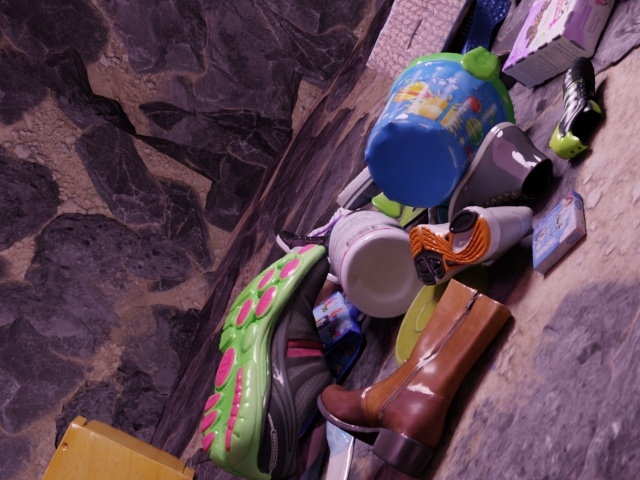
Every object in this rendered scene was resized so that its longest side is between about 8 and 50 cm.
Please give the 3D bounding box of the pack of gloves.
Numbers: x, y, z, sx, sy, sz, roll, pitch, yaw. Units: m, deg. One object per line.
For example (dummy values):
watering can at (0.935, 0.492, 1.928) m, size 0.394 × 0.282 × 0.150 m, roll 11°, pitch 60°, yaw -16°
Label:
pack of gloves at (-0.002, 0.377, 1.731) m, size 0.195 × 0.046 × 0.232 m, roll -49°, pitch 16°, yaw 40°

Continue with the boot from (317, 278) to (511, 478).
boot at (0.128, 0.176, 1.450) m, size 0.281 × 0.096 × 0.264 m, roll -61°, pitch 24°, yaw -4°

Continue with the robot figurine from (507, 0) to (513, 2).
robot figurine at (0.464, -0.655, 2.131) m, size 0.211 × 0.085 × 0.291 m, roll -44°, pitch 20°, yaw 56°

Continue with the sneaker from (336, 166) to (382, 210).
sneaker at (0.178, -0.144, 1.878) m, size 0.321 × 0.127 × 0.126 m, roll -42°, pitch 1°, yaw 16°

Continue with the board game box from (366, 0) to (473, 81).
board game box at (0.250, -0.496, 2.241) m, size 0.232 × 0.141 × 0.291 m, roll -65°, pitch -8°, yaw 28°

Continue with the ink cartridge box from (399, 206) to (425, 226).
ink cartridge box at (0.204, -0.172, 2.045) m, size 0.189 × 0.097 × 0.255 m, roll -40°, pitch 23°, yaw 57°

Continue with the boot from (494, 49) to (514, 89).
boot at (0.339, -0.341, 1.954) m, size 0.198 × 0.076 × 0.137 m, roll -44°, pitch 15°, yaw 50°

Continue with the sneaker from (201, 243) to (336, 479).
sneaker at (-0.072, 0.222, 1.805) m, size 0.185 × 0.202 × 0.483 m, roll -20°, pitch 43°, yaw 45°

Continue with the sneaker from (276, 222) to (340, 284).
sneaker at (0.000, 0.000, 2.264) m, size 0.079 × 0.216 × 0.121 m, roll -3°, pitch -60°, yaw -54°

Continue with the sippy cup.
sippy cup at (0.189, -0.173, 1.659) m, size 0.224 × 0.240 × 0.306 m, roll -50°, pitch -42°, yaw -51°

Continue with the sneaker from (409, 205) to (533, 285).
sneaker at (0.232, 0.006, 1.502) m, size 0.262 × 0.121 × 0.099 m, roll 159°, pitch 100°, yaw -67°

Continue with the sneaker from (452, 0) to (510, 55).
sneaker at (0.349, -0.475, 2.190) m, size 0.090 × 0.081 × 0.232 m, roll -20°, pitch 41°, yaw 64°

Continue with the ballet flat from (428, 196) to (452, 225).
ballet flat at (0.218, -0.040, 1.770) m, size 0.070 × 0.070 × 0.188 m, roll -54°, pitch 10°, yaw 28°

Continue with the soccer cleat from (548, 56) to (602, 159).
soccer cleat at (0.392, -0.202, 1.460) m, size 0.072 × 0.060 × 0.179 m, roll -21°, pitch 47°, yaw 57°

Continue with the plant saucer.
plant saucer at (0.185, 0.126, 1.574) m, size 0.241 × 0.037 × 0.241 m, roll -55°, pitch 14°, yaw 20°

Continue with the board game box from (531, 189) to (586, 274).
board game box at (0.327, -0.012, 1.349) m, size 0.090 × 0.020 × 0.090 m, roll -52°, pitch 16°, yaw 35°

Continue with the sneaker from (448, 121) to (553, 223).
sneaker at (0.278, -0.063, 1.534) m, size 0.118 × 0.083 × 0.222 m, roll 55°, pitch 136°, yaw 47°

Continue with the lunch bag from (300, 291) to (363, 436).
lunch bag at (-0.014, 0.238, 1.984) m, size 0.293 × 0.138 × 0.221 m, roll -46°, pitch 14°, yaw 6°

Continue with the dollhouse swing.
dollhouse swing at (-0.546, 0.658, 2.613) m, size 0.315 × 0.346 × 0.305 m, roll -66°, pitch 4°, yaw -22°

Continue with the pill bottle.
pill bottle at (0.101, 0.032, 1.837) m, size 0.160 × 0.160 × 0.283 m, roll -59°, pitch 12°, yaw 8°

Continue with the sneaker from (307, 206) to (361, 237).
sneaker at (0.027, 0.017, 2.353) m, size 0.236 × 0.095 × 0.105 m, roll -46°, pitch 26°, yaw 45°

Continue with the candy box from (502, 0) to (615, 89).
candy box at (0.418, -0.371, 1.692) m, size 0.165 × 0.070 × 0.196 m, roll -64°, pitch 13°, yaw -17°
